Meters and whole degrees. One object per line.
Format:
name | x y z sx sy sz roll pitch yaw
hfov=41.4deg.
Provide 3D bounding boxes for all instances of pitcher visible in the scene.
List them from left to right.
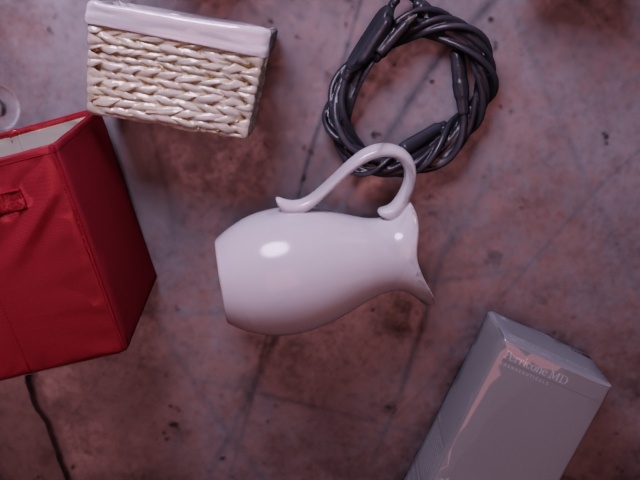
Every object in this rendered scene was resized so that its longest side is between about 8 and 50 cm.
pitcher | 0.000 0.000 0.832 0.207 0.125 0.178 -10 112 -6

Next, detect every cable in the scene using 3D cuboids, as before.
cable | 0.088 -0.140 0.847 0.150 0.047 0.185 30 99 -12

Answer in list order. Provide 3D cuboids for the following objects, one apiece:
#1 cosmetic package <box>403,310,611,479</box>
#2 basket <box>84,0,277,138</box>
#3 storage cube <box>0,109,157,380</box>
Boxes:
cosmetic package | 0.189 0.211 0.897 0.127 0.107 0.238 22 105 -3
basket | -0.131 -0.162 0.800 0.167 0.113 0.103 9 105 -2
storage cube | -0.279 0.004 0.789 0.183 0.215 0.193 -14 109 2
